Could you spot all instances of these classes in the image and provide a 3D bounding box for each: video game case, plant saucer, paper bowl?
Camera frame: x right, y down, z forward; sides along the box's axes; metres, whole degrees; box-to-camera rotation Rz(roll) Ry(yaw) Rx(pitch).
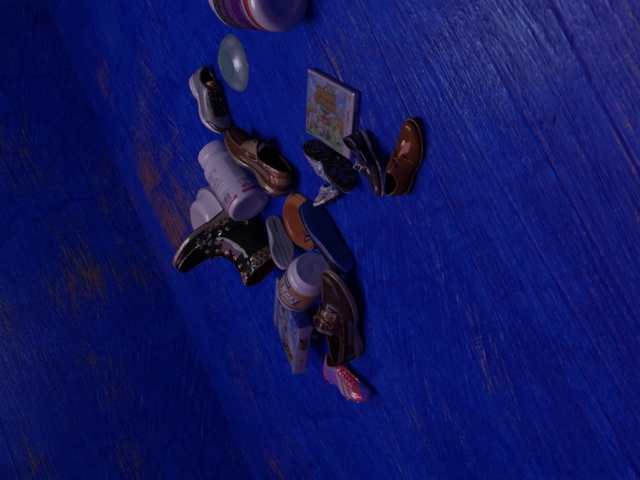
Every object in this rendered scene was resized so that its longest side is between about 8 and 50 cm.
[{"bbox_3d":[0.029,-0.355,1.699,0.212,0.023,0.194,40,139,40],"label":"video game case"},{"bbox_3d":[-0.308,-0.602,2.078,0.195,0.037,0.195,36,136,44],"label":"plant saucer"},{"bbox_3d":[-0.106,0.305,2.222,0.270,0.061,0.244,-117,25,-46],"label":"video game case"},{"bbox_3d":[-0.429,-0.082,2.492,0.284,0.148,0.284,34,135,43],"label":"paper bowl"},{"bbox_3d":[-0.070,-0.061,2.031,0.200,0.037,0.200,36,137,42],"label":"plant saucer"}]

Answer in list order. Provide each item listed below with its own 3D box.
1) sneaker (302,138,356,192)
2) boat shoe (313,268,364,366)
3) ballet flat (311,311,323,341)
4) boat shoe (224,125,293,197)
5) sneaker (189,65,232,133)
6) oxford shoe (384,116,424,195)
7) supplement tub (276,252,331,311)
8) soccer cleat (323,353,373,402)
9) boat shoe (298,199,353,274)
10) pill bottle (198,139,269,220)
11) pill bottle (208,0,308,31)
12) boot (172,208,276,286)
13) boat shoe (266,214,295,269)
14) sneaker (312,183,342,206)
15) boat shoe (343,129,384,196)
[{"bbox_3d":[0.032,-0.207,1.754,0.211,0.080,0.081,49,169,28],"label":"sneaker"},{"bbox_3d":[0.044,0.254,1.921,0.123,0.123,0.342,30,141,50],"label":"boat shoe"},{"bbox_3d":[-0.018,0.306,2.149,0.070,0.070,0.188,52,146,27],"label":"ballet flat"},{"bbox_3d":[-0.195,-0.285,2.029,0.324,0.122,0.120,45,138,22],"label":"boat shoe"},{"bbox_3d":[-0.397,-0.511,2.220,0.108,0.100,0.272,-36,77,54],"label":"sneaker"},{"bbox_3d":[0.198,-0.195,1.476,0.076,0.076,0.212,42,139,40],"label":"oxford shoe"},{"bbox_3d":[-0.054,0.138,2.021,0.144,0.144,0.200,59,149,16],"label":"supplement tub"},{"bbox_3d":[0.088,0.468,2.070,0.248,0.083,0.095,22,122,55],"label":"soccer cleat"},{"bbox_3d":[0.000,0.000,1.890,0.258,0.109,0.089,63,153,14],"label":"boat shoe"},{"bbox_3d":[-0.322,-0.224,2.214,0.283,0.160,0.160,55,147,23],"label":"pill bottle"},{"bbox_3d":[-0.187,-0.679,1.687,0.323,0.181,0.182,27,130,49],"label":"pill bottle"},{"bbox_3d":[-0.342,0.057,2.269,0.284,0.377,0.138,49,175,20],"label":"boot"},{"bbox_3d":[-0.137,0.017,2.138,0.076,0.083,0.226,88,170,-55],"label":"boat shoe"},{"bbox_3d":[0.019,-0.141,1.834,0.135,0.052,0.058,-25,77,53],"label":"sneaker"},{"bbox_3d":[0.112,-0.195,1.571,0.075,0.064,0.206,93,162,-61],"label":"boat shoe"}]
